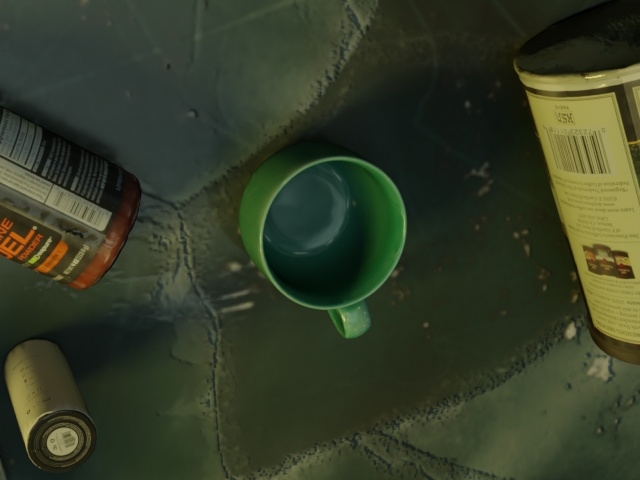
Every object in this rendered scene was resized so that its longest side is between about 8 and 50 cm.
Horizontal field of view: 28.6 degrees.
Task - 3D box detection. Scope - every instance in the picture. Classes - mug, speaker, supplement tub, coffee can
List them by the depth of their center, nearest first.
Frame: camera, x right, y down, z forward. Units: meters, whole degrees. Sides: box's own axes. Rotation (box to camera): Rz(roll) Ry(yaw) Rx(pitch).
[{"bbox_3d":[-0.245,-0.045,0.961,0.198,0.106,0.106,27,95,-23],"label":"supplement tub"},{"bbox_3d":[-0.219,0.129,1.005,0.055,0.136,0.055,-8,112,-20],"label":"speaker"},{"bbox_3d":[-0.007,-0.006,1.060,0.130,0.097,0.157,11,102,-22],"label":"mug"},{"bbox_3d":[0.302,-0.058,1.094,0.202,0.201,0.275,-24,112,-11],"label":"coffee can"}]

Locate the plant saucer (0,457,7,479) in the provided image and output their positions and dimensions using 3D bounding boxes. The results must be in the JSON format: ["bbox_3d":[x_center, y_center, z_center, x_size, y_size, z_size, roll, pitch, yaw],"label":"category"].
[{"bbox_3d":[-0.409,0.254,0.932,0.401,0.101,0.400,-2,93,-34],"label":"plant saucer"}]
